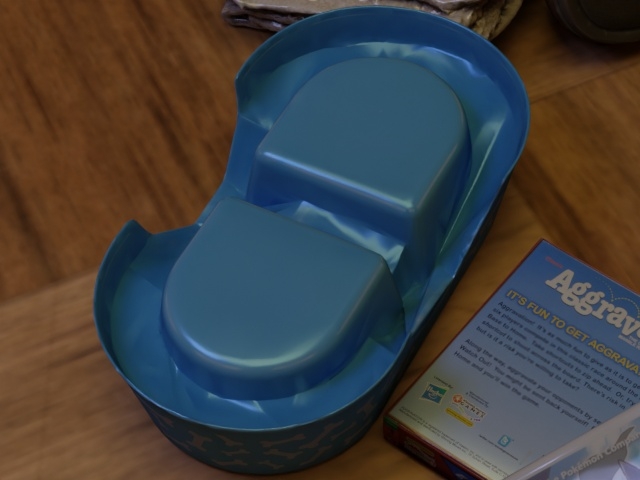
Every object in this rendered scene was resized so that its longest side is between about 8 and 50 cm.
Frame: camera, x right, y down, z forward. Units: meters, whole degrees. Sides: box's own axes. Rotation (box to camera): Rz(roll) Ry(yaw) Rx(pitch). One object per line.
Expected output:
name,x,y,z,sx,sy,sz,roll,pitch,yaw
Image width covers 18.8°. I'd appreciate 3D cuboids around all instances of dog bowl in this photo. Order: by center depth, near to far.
dog bowl,0.000,0.000,1.042,0.166,0.074,0.297,22,56,18

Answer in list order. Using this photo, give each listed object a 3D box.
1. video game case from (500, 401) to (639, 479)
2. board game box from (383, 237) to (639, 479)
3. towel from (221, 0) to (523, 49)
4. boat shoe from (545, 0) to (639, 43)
video game case,0.120,0.182,0.872,0.201,0.023,0.183,-32,52,13
board game box,0.186,0.117,0.971,0.281,0.027,0.145,32,61,24
towel,0.065,-0.227,1.213,0.187,0.049,0.282,10,52,23
boat shoe,0.235,-0.234,1.206,0.307,0.111,0.104,-43,30,-17
